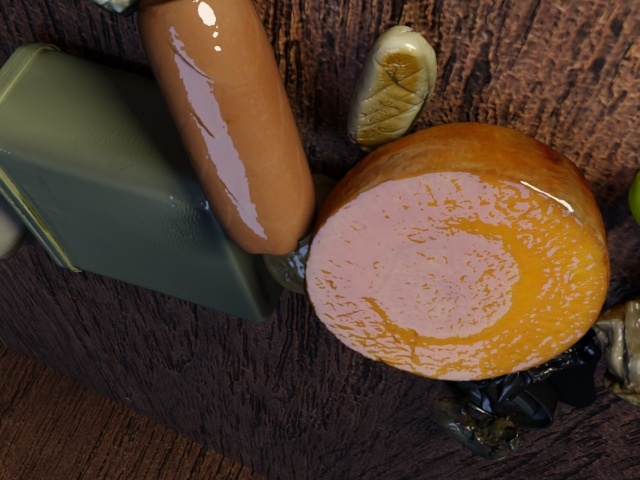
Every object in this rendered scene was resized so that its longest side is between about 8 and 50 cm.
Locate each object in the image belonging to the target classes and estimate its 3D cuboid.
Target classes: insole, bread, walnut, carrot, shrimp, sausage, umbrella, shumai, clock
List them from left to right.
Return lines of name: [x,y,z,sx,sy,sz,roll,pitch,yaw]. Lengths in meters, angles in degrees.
sausage: [-0.086,-0.120,0.924,0.121,0.121,0.304,6,128,39]
walnut: [0.000,0.000,1.126,0.166,0.149,0.166,57,174,10]
bread: [0.070,-0.146,0.883,0.073,0.053,0.214,12,159,-2]
carrot: [0.130,0.018,0.920,0.307,0.100,0.258,-11,111,19]
shrimp: [0.245,0.286,1.434,0.145,0.059,0.254,36,165,11]
clock: [0.276,0.227,1.400,0.184,0.040,0.184,25,156,12]
umbrella: [0.256,0.145,1.185,0.122,0.110,0.272,65,156,14]
insole: [0.357,0.189,1.291,0.080,0.003,0.232,18,153,20]
shumai: [0.388,0.104,0.978,0.201,0.201,0.120,0,103,45]

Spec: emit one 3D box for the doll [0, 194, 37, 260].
doll: [-0.554,-0.108,1.403,0.370,0.215,0.226,20,122,7]

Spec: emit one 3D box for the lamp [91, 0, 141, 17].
lamp: [-0.258,-0.311,0.847,0.101,0.101,0.250,1,141,45]

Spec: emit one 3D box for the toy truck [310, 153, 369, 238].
toy truck: [0.130,0.004,1.008,0.259,0.121,0.088,30,-168,-6]

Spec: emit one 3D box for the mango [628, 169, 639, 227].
mango: [0.325,-0.030,0.848,0.073,0.056,0.108,20,167,25]

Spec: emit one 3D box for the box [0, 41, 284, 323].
box: [-0.226,-0.066,1.204,0.344,0.177,0.352,16,152,18]
